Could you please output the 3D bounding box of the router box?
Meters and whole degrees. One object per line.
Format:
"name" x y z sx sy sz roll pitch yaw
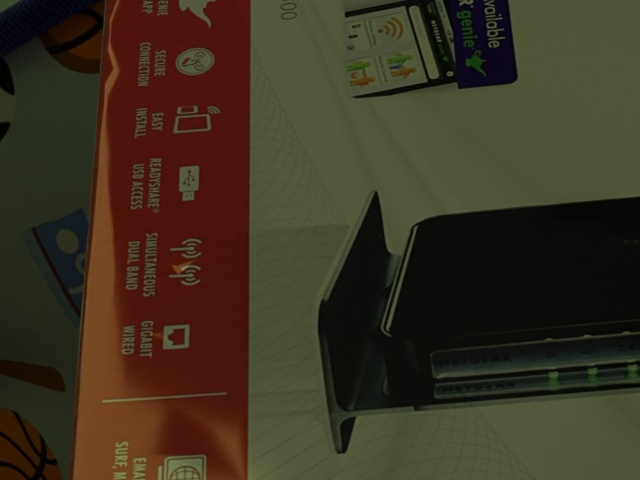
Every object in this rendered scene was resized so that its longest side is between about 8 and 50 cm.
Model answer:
"router box" 0.091 0.037 0.513 0.301 0.082 0.335 -6 48 4

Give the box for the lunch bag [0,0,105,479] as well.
"lunch bag" -0.053 0.024 0.861 0.385 0.328 0.239 -29 12 25
